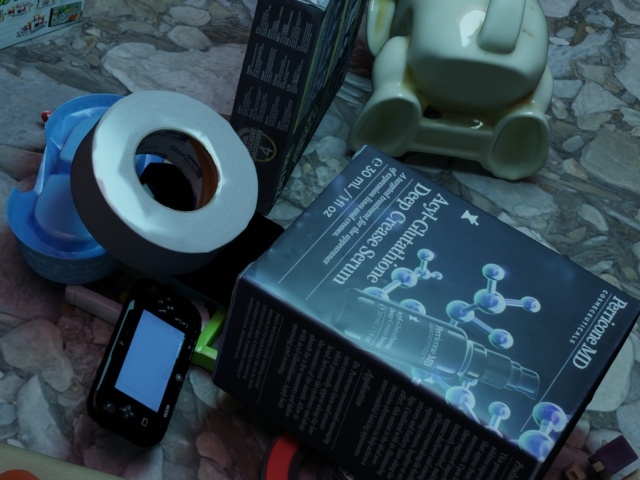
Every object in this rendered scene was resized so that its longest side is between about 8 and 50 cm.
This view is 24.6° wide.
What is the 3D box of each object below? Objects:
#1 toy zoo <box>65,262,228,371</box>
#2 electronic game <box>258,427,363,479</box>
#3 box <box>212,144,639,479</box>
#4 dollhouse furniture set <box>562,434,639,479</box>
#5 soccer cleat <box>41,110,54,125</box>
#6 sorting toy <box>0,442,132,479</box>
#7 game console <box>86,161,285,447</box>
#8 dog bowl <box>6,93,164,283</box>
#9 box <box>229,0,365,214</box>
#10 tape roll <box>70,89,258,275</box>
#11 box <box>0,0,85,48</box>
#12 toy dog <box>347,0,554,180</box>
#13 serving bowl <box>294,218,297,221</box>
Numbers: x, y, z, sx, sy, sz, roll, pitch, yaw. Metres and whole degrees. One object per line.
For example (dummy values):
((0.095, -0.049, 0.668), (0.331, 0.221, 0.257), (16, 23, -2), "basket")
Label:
((-0.193, 0.049, 1.895), (0.293, 0.030, 0.192), (25, 50, 9), "toy zoo")
((0.041, 0.291, 1.734), (0.229, 0.048, 0.229), (6, 50, -8), "electronic game")
((0.123, 0.123, 1.732), (0.395, 0.212, 0.293), (31, 48, 12), "box")
((0.372, 0.302, 1.826), (0.114, 0.091, 0.081), (55, 15, 4), "dollhouse furniture set")
((-0.347, -0.164, 2.043), (0.083, 0.029, 0.035), (18, 40, -2), "soccer cleat")
((-0.263, 0.342, 1.600), (0.307, 0.041, 0.229), (14, 48, 11), "sorting toy")
((-0.173, 0.086, 1.780), (0.213, 0.044, 0.361), (29, 55, -18), "game console")
((-0.298, -0.065, 1.902), (0.166, 0.074, 0.297), (14, 49, 2), "dog bowl")
((-0.016, -0.272, 1.966), (0.097, 0.395, 0.318), (22, 50, 3), "box")
((-0.188, -0.071, 1.777), (0.219, 0.072, 0.219), (14, 60, -26), "tape roll")
((-0.434, -0.337, 2.109), (0.207, 0.114, 0.036), (-25, 60, -30), "box")
((0.191, -0.350, 2.094), (0.285, 0.395, 0.407), (3, 58, 1), "toy dog")
((0.000, 0.000, 1.982), (0.083, 0.027, 0.083), (6, 50, -7), "serving bowl")
